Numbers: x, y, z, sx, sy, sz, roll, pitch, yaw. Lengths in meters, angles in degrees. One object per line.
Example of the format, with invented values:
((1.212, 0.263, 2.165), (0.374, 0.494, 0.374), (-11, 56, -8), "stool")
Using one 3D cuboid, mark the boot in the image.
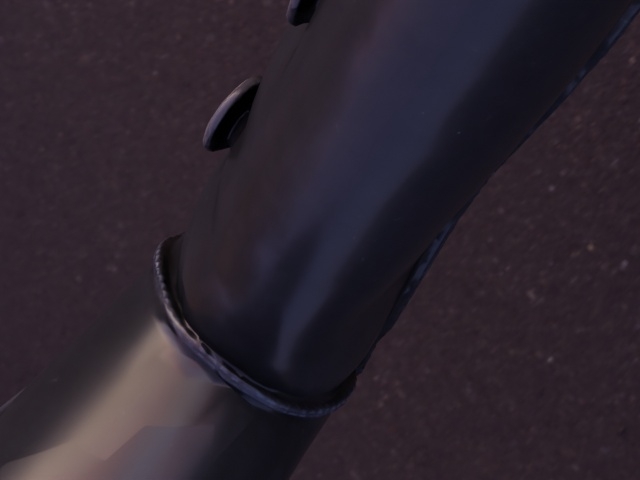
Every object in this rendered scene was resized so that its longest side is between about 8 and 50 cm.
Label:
((0.000, -0.001, 0.546), (0.146, 0.367, 0.445), (35, 130, -7), "boot")
